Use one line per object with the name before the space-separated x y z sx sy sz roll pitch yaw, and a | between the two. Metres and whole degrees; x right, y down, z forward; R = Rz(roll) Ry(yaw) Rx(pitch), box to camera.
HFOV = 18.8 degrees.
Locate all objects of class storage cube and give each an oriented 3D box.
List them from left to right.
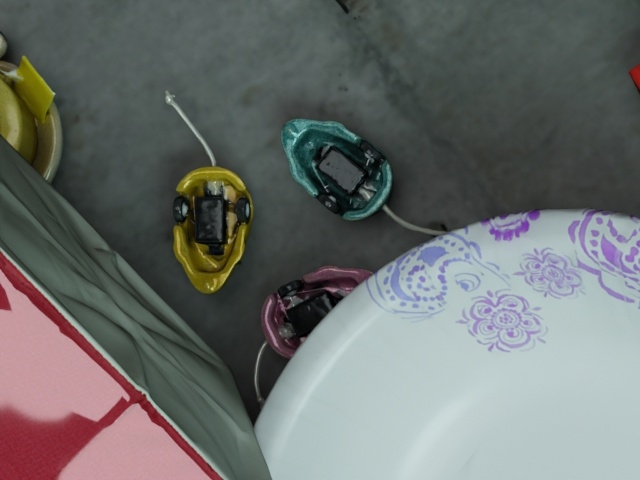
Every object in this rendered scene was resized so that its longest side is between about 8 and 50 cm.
storage cube | -0.150 0.091 0.787 0.193 0.215 0.183 -41 111 4

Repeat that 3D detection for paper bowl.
paper bowl | 0.113 0.138 0.826 0.284 0.148 0.284 -9 71 27

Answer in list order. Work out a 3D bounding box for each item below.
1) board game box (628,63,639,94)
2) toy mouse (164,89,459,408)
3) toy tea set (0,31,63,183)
board game box | 0.253 -0.036 0.868 0.147 0.045 0.193 -34 66 8
toy mouse | 0.000 0.000 0.946 0.143 0.031 0.161 -5 83 12
toy tea set | -0.296 -0.104 0.975 0.200 0.124 0.336 -43 77 5
